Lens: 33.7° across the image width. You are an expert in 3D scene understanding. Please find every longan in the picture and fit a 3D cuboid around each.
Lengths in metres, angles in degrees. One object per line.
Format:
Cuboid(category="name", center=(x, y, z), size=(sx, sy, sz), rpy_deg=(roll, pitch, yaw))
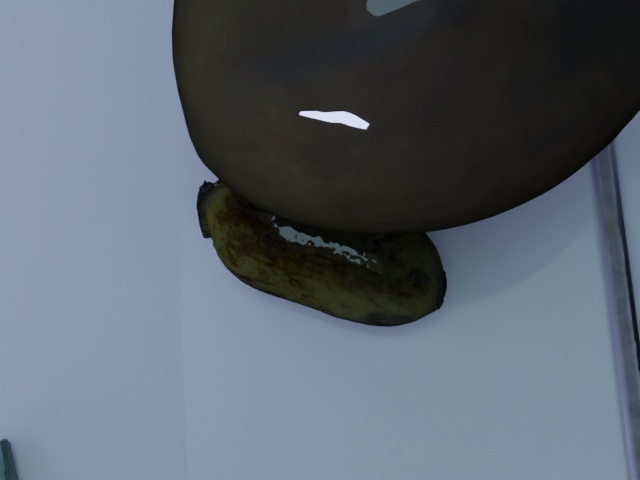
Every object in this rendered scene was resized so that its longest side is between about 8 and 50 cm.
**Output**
Cuboid(category="longan", center=(0.071, -0.145, 0.611), size=(0.288, 0.288, 0.350), rpy_deg=(39, 59, 13))

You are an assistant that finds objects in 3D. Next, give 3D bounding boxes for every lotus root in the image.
Cuboid(category="lotus root", center=(0.000, 0.000, 0.699), size=(0.179, 0.080, 0.089), rpy_deg=(20, 81, 8))

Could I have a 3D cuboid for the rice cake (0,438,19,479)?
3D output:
Cuboid(category="rice cake", center=(-0.207, 0.195, 0.714), size=(0.022, 0.021, 0.121), rpy_deg=(-22, 77, 12))
